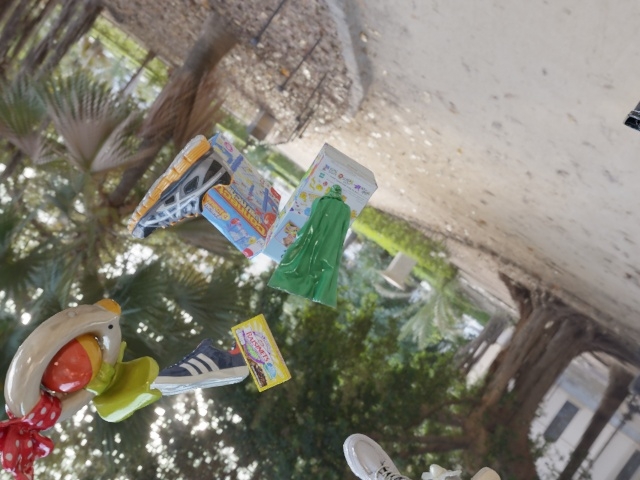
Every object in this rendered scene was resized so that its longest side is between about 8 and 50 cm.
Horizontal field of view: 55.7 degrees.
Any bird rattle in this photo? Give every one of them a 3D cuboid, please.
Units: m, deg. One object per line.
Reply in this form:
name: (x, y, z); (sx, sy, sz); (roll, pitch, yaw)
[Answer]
bird rattle: (-0.340, 0.179, 0.783); (0.143, 0.207, 0.253); (28, -152, 30)

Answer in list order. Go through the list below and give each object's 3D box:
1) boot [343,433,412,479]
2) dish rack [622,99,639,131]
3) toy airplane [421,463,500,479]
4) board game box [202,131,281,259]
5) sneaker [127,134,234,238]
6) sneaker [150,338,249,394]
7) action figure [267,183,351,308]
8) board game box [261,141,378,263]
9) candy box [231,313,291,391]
boot: (0.167, 0.556, 1.418); (0.258, 0.095, 0.123); (48, 150, 6)
dish rack: (0.712, -0.203, 1.118); (0.271, 0.074, 0.208); (28, -163, 19)
toy airplane: (0.196, 0.668, 1.273); (0.385, 0.385, 0.272); (3, -174, -25)
board game box: (-0.268, -0.145, 1.884); (0.308, 0.086, 0.302); (46, -154, -24)
sneaker: (-0.217, -0.062, 0.921); (0.083, 0.215, 0.084); (38, -147, -21)
sneaker: (-0.409, 0.399, 1.952); (0.349, 0.131, 0.148); (-1, -116, -32)
action figure: (0.000, 0.000, 1.171); (0.137, 0.232, 0.063); (20, 172, -6)
board game box: (-0.004, -0.068, 1.425); (0.144, 0.275, 0.142); (31, -163, -11)
candy box: (-0.175, 0.329, 1.775); (0.206, 0.105, 0.027); (64, -165, 4)
